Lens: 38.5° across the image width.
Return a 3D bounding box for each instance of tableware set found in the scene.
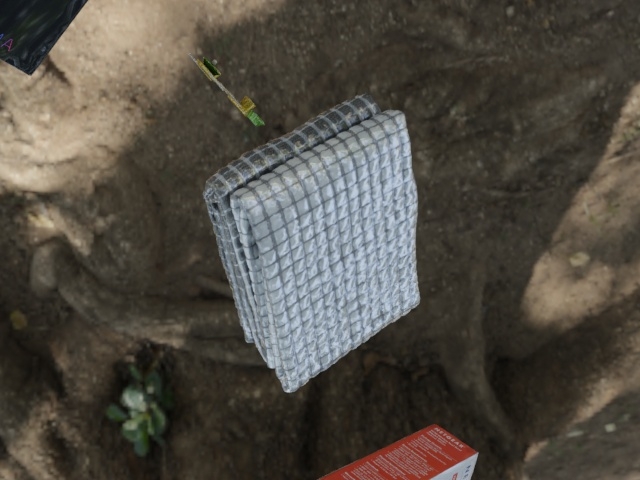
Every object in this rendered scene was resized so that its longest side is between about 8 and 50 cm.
[{"bbox_3d":[-0.143,-0.239,1.440,0.024,0.154,0.104,-43,141,-2],"label":"tableware set"}]

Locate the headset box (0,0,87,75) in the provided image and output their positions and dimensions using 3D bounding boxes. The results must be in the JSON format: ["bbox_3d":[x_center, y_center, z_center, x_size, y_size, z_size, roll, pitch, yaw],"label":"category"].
[{"bbox_3d":[-0.324,-0.360,0.936,0.246,0.131,0.283,32,108,-38],"label":"headset box"}]

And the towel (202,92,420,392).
[{"bbox_3d":[0.000,0.000,1.066,0.235,0.121,0.283,-32,132,-27],"label":"towel"}]

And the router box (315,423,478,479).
[{"bbox_3d":[0.056,0.447,1.236,0.301,0.082,0.335,-11,122,-46],"label":"router box"}]
